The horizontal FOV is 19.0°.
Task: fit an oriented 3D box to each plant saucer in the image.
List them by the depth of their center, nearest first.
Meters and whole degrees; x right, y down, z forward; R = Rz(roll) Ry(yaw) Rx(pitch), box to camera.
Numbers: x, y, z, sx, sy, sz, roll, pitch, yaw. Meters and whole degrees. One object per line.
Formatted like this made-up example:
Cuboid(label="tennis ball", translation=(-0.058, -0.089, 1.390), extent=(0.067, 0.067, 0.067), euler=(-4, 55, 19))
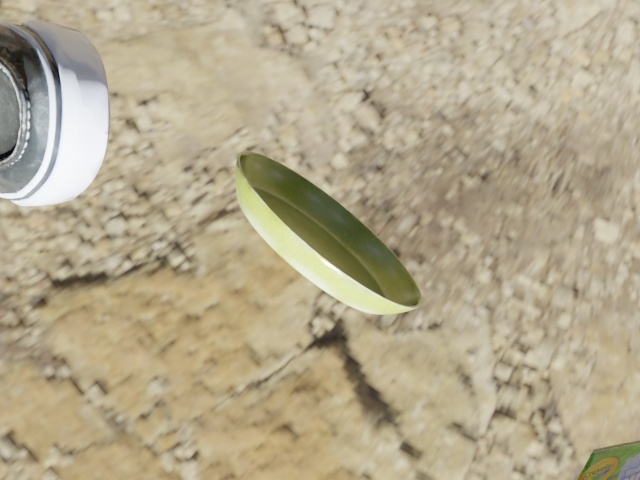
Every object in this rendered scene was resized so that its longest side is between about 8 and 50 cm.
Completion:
Cuboid(label="plant saucer", translation=(0.000, 0.000, 1.945), extent=(0.241, 0.241, 0.037), euler=(41, 104, 2))

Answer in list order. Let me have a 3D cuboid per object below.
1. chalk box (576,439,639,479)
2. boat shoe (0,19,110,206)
Cuboid(label="chalk box", translation=(0.245, 0.220, 1.325), extent=(0.132, 0.213, 0.132), euler=(40, 152, -13))
Cuboid(label="boat shoe", translation=(-0.251, -0.091, 1.266), extent=(0.119, 0.335, 0.121), euler=(1, 97, -33))
